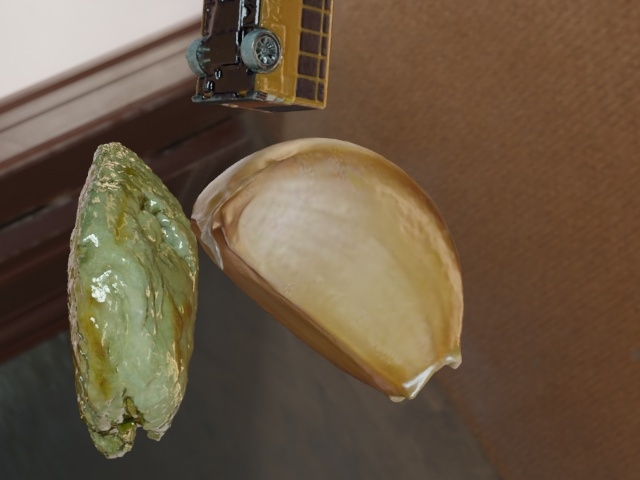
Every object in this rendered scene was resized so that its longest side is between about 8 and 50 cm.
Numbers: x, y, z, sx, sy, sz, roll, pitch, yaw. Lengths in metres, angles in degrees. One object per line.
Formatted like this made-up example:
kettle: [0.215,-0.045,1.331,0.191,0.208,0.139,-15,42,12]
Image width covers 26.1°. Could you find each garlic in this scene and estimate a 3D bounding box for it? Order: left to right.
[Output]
garlic: [-0.007,0.004,0.816,0.207,0.128,0.115,34,155,-35]

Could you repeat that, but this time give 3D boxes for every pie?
pie: [-0.127,0.042,0.936,0.248,0.090,0.201,-110,21,-70]

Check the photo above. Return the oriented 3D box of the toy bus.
toy bus: [-0.045,-0.220,1.254,0.098,0.114,0.201,2,87,48]
